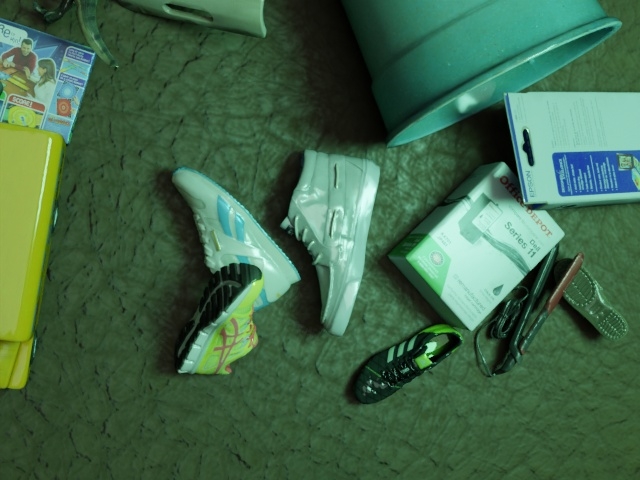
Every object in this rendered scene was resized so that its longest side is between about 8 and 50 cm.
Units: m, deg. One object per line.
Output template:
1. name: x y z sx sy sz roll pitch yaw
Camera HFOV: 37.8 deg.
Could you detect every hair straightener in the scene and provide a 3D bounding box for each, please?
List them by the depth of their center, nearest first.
1. hair straightener: 0.304 0.100 1.413 0.089 0.047 0.230 31 93 25

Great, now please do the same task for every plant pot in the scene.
1. plant pot: 0.165 -0.347 1.252 0.341 0.341 0.334 -27 87 -12

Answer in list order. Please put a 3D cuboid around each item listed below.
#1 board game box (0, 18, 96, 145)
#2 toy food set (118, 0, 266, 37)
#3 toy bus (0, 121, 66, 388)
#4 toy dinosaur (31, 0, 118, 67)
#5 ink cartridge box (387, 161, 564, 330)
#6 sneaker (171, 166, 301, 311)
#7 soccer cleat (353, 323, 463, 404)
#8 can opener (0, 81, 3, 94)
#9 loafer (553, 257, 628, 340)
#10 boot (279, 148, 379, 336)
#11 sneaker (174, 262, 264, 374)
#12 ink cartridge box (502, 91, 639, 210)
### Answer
1. board game box: -0.416 -0.221 1.245 0.201 0.035 0.136 17 86 -13
2. toy food set: -0.132 -0.441 1.265 0.220 0.092 0.306 16 89 15
3. toy bus: -0.405 0.023 1.198 0.108 0.130 0.332 9 88 -13
4. toy dinosaur: -0.328 -0.347 1.237 0.118 0.064 0.268 -8 76 16
5. ink cartridge box: 0.229 0.007 1.370 0.208 0.087 0.153 -45 100 -11
6. sneaker: -0.132 -0.004 1.287 0.092 0.087 0.228 -42 96 -5
7. soccer cleat: 0.126 0.177 1.352 0.179 0.072 0.060 -33 97 -11
8. can opener: -0.515 -0.104 1.180 0.095 0.076 0.283 32 92 -13
9. loafer: 0.410 0.092 1.434 0.056 0.050 0.148 -36 82 8
10. boot: 0.000 0.000 1.323 0.124 0.095 0.258 12 79 -7
11. sneaker: -0.119 0.109 1.263 0.094 0.081 0.208 19 130 -23
12. ink cartridge box: 0.392 -0.133 1.370 0.333 0.065 0.165 -3 81 -29
